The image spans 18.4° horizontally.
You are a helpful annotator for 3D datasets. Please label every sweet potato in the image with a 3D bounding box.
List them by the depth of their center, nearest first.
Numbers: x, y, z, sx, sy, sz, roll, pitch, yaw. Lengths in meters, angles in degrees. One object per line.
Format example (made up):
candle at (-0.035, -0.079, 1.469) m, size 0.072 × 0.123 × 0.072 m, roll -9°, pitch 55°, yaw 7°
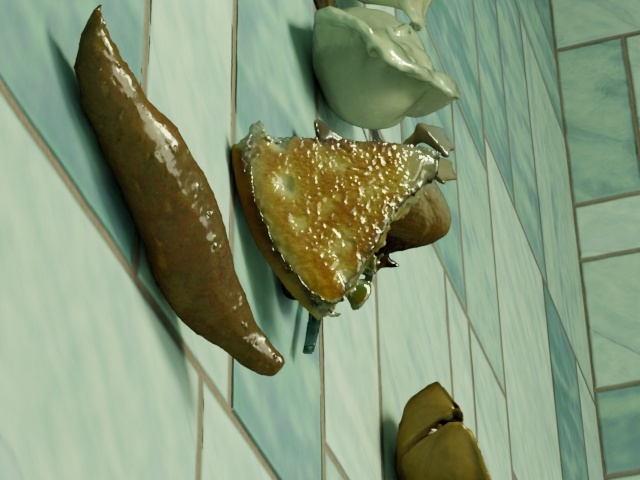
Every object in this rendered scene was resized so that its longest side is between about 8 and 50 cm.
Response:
sweet potato at (-0.107, -0.030, 1.418) m, size 0.072 × 0.066 × 0.314 m, roll -89°, pitch 160°, yaw -62°

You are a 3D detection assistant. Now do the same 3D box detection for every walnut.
walnut at (0.128, 0.251, 2.054) m, size 0.167 × 0.087 × 0.211 m, roll 56°, pitch -8°, yaw 45°

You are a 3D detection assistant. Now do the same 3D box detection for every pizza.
pizza at (0.022, -0.036, 1.730) m, size 0.185 × 0.195 × 0.052 m, roll 66°, pitch -26°, yaw 0°

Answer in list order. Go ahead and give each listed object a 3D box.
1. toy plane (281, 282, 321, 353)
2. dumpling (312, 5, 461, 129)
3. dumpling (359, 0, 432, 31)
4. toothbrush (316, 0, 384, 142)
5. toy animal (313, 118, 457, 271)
toy plane at (0.000, 0.000, 1.830) m, size 0.235 × 0.060 × 0.096 m, roll -77°, pitch 160°, yaw -52°
dumpling at (0.068, -0.177, 2.067) m, size 0.124 × 0.151 × 0.229 m, roll -70°, pitch 159°, yaw -11°
dumpling at (0.080, -0.340, 2.285) m, size 0.162 × 0.132 × 0.250 m, roll 40°, pitch 25°, yaw -55°
toothbrush at (0.033, -0.192, 2.187) m, size 0.031 × 0.023 × 0.321 m, roll -86°, pitch 160°, yaw -56°
toy animal at (0.047, -0.048, 1.976) m, size 0.188 × 0.179 × 0.089 m, roll 31°, pitch 36°, yaw -19°
